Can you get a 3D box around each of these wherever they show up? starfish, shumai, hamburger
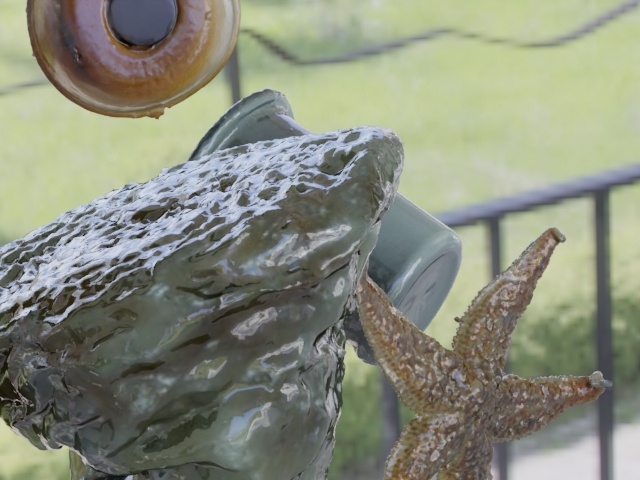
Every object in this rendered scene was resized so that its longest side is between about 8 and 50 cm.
[{"bbox_3d":[0.111,0.097,1.423,0.231,0.295,0.048,-42,32,-23],"label":"starfish"},{"bbox_3d":[-0.055,0.096,1.196,0.304,0.263,0.309,-21,14,0],"label":"shumai"},{"bbox_3d":[-0.200,-0.237,2.082,0.236,0.237,0.147,-6,7,-8],"label":"hamburger"}]

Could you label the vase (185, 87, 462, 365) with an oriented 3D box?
[{"bbox_3d":[0.000,0.000,2.242,0.291,0.245,0.245,34,32,18],"label":"vase"}]
